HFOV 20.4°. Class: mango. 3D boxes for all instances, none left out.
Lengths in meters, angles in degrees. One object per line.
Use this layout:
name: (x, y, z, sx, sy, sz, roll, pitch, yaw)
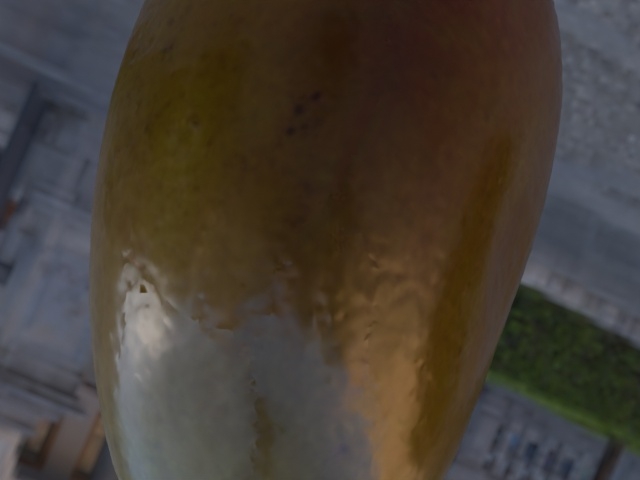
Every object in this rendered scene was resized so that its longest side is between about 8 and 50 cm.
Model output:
mango: (-0.001, -0.004, 0.500, 0.120, 0.221, 0.151, 8, 161, 19)
